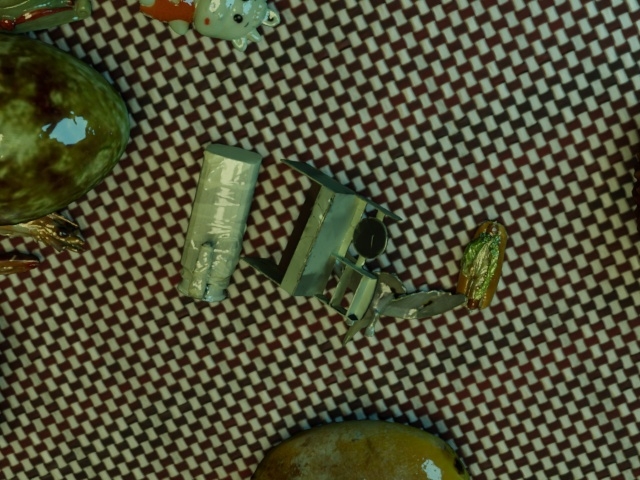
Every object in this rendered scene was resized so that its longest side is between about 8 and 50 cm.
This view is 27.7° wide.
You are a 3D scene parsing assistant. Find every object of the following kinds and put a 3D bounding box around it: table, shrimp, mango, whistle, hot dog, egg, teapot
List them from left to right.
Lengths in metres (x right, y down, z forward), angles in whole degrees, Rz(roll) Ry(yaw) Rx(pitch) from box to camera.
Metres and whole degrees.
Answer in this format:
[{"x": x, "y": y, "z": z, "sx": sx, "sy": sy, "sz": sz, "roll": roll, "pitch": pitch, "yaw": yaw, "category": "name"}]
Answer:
[{"x": -0.425, "y": -0.006, "z": 1.728, "sx": 0.236, "sy": 0.053, "sz": 0.133, "roll": 13, "pitch": 105, "yaw": 4, "category": "shrimp"}, {"x": -0.380, "y": -0.135, "z": 1.593, "sx": 0.290, "sy": 0.238, "sz": 0.238, "roll": 4, "pitch": 108, "yaw": -13, "category": "egg"}, {"x": -0.169, "y": -0.314, "z": 1.593, "sx": 0.253, "sy": 0.106, "sz": 0.101, "roll": 21, "pitch": 67, "yaw": -1, "category": "whistle"}, {"x": -0.134, "y": -0.016, "z": 1.673, "sx": 0.077, "sy": 0.107, "sz": 0.200, "roll": 14, "pitch": 108, "yaw": -1, "category": "teapot"}, {"x": 0.000, "y": 0.000, "z": 1.645, "sx": 0.175, "sy": 0.062, "sz": 0.146, "roll": 32, "pitch": 108, "yaw": 34, "category": "table"}, {"x": 0.047, "y": 0.334, "z": 1.752, "sx": 0.316, "sy": 0.146, "sz": 0.192, "roll": -2, "pitch": 106, "yaw": 20, "category": "mango"}, {"x": 0.210, "y": 0.034, "z": 1.693, "sx": 0.056, "sy": 0.041, "sz": 0.133, "roll": 13, "pitch": 107, "yaw": 0, "category": "hot dog"}]

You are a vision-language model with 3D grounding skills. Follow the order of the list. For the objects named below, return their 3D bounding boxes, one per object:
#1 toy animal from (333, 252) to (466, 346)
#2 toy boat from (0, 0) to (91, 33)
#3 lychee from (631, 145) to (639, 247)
[{"x": 0.057, "y": 0.087, "z": 1.694, "sx": 0.219, "sy": 0.095, "sz": 0.155, "roll": 31, "pitch": 109, "yaw": 1, "category": "toy animal"}, {"x": -0.385, "y": -0.294, "z": 1.630, "sx": 0.185, "sy": 0.071, "sz": 0.089, "roll": -6, "pitch": 64, "yaw": 6, "category": "toy boat"}, {"x": 0.505, "y": -0.045, "z": 1.530, "sx": 0.276, "sy": 0.276, "sz": 0.304, "roll": -43, "pitch": 74, "yaw": 15, "category": "lychee"}]
